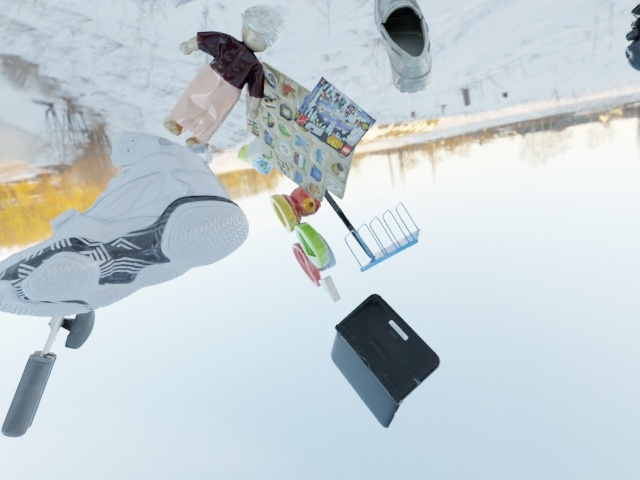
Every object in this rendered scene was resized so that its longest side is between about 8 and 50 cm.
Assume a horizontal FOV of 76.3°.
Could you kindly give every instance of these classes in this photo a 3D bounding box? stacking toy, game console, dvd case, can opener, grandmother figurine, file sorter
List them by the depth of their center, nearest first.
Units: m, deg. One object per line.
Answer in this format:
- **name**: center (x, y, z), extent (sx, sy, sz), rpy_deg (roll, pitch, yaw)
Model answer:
- **game console**: center (0.076, 0.149, 0.516), extent (0.107, 0.071, 0.122), rpy_deg (-41, -125, -4)
- **can opener**: center (-0.572, 0.270, 0.872), extent (0.095, 0.284, 0.076), rpy_deg (19, 169, -20)
- **grandmother figurine**: center (-0.208, -0.361, 0.887), extent (0.342, 0.207, 0.104), rpy_deg (-44, -151, 19)
- **file sorter**: center (0.165, -0.013, 1.082), extent (0.170, 0.105, 0.118), rpy_deg (-31, -176, 24)
- **stacking toy**: center (0.000, 0.000, 1.180), extent (0.130, 0.309, 0.279), rpy_deg (-31, -143, -14)
- **dvd case**: center (0.082, -0.056, 1.267), extent (0.022, 0.253, 0.180), rpy_deg (-36, -139, 4)

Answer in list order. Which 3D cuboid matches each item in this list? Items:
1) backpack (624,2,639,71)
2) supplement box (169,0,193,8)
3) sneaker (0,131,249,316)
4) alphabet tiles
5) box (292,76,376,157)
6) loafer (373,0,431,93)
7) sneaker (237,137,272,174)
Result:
- **backpack**: center (0.539, -0.332, 0.583), extent (0.151, 0.182, 0.115), rpy_deg (20, 172, 29)
- **supplement box**: center (-0.227, -0.466, 0.621), extent (0.113, 0.111, 0.220), rpy_deg (-23, -169, 2)
- **sneaker**: center (-0.308, -0.032, 0.615), extent (0.365, 0.210, 0.137), rpy_deg (-20, 152, -12)
- **alphabet tiles**: center (-0.062, -0.249, 0.982), extent (0.342, 0.285, 0.011), rpy_deg (39, -123, 19)
- **box**: center (0.028, -0.231, 0.777), extent (0.137, 0.094, 0.027), rpy_deg (26, -155, -34)
- **loafer**: center (0.181, -0.470, 0.884), extent (0.111, 0.320, 0.111), rpy_deg (-11, 157, 2)
- **sneaker**: center (-0.206, -0.295, 1.447), extent (0.126, 0.091, 0.240), rpy_deg (32, 175, -27)
